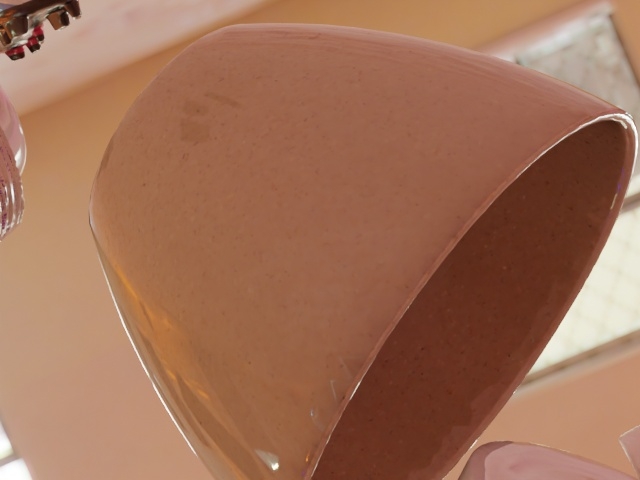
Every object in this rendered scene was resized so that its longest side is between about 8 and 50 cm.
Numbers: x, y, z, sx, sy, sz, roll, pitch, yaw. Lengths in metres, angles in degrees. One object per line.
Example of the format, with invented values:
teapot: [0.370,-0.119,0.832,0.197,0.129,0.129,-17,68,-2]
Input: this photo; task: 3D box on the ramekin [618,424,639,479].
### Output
ramekin: [0.356,0.242,1.517,0.127,0.273,0.273,-30,180,6]

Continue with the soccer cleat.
soccer cleat: [-0.311,-0.241,1.800,0.116,0.143,0.331,-20,-177,-29]

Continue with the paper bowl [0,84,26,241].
paper bowl: [-0.433,-0.111,2.092,0.148,0.284,0.284,-40,-170,-33]

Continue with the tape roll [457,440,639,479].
tape roll: [0.183,0.221,1.034,0.100,0.286,0.286,-64,171,12]

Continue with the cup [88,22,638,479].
cup: [0.000,0.000,1.172,0.331,0.237,0.331,-46,160,-23]
